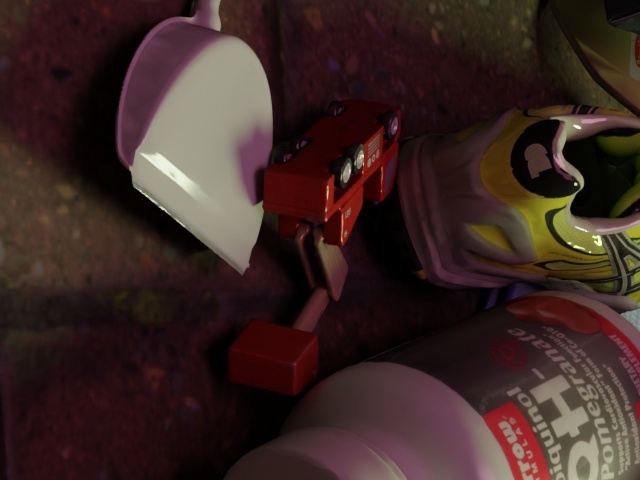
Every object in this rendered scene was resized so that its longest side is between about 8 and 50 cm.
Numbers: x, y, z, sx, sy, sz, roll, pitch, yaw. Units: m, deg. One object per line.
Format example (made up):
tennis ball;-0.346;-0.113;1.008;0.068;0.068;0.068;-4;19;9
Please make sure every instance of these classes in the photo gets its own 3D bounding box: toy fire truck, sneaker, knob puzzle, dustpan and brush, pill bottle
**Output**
toy fire truck;0.000;0.000;1.154;0.192;0.047;0.135;-47;143;-58
sneaker;0.218;-0.023;1.318;0.385;0.147;0.145;-4;80;-47
knob puzzle;0.275;-0.165;1.475;0.213;0.030;0.213;8;61;-15
dustpan and brush;-0.070;-0.103;1.101;0.147;0.060;0.211;43;60;-54
pill bottle;0.081;0.148;1.147;0.318;0.176;0.176;-18;100;-50

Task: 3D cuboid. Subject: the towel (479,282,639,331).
towel;0.230;0.061;1.454;0.285;0.034;0.209;46;52;-37

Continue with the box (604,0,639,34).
box;0.342;-0.312;1.363;0.312;0.179;0.343;8;69;-49
